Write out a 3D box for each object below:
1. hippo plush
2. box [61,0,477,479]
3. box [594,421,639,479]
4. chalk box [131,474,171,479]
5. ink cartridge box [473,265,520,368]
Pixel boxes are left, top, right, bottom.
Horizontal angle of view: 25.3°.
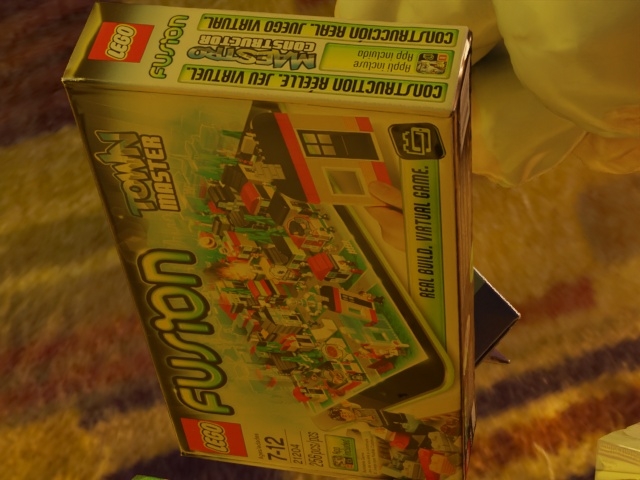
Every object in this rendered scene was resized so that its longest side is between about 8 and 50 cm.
[{"bbox_3d":[0.168,-0.107,0.661,0.294,0.236,0.234,-13,117,-8],"label":"hippo plush"},{"bbox_3d":[-0.006,0.012,0.478,0.114,0.036,0.207,5,142,12],"label":"box"},{"bbox_3d":[0.326,0.183,0.908,0.063,0.324,0.067,-11,106,-46],"label":"box"},{"bbox_3d":[-0.097,0.273,1.083,0.132,0.213,0.132,-46,111,-27],"label":"chalk box"},{"bbox_3d":[0.000,0.000,1.271,0.151,0.270,0.395,-45,111,-2],"label":"ink cartridge box"}]
